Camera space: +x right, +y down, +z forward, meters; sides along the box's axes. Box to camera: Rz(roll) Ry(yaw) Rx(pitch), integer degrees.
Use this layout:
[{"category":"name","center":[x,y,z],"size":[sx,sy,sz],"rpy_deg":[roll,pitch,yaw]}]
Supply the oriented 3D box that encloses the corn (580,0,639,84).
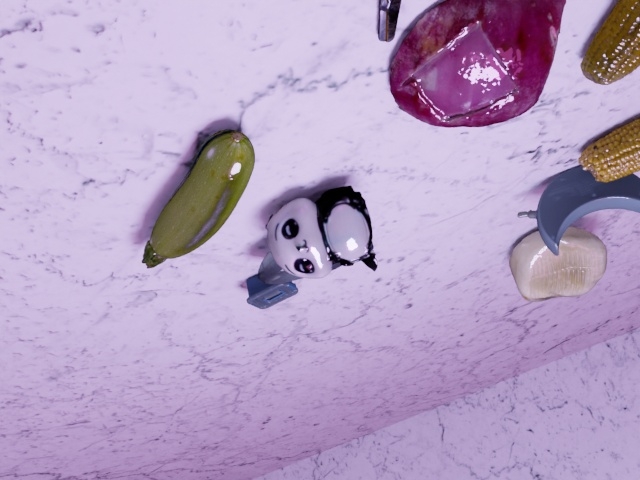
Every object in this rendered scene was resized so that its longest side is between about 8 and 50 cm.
[{"category":"corn","center":[0.458,-0.331,0.903],"size":[0.097,0.097,0.320],"rpy_deg":[-9,153,-17]}]

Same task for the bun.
[{"category":"bun","center":[0.569,0.049,1.614],"size":[0.229,0.145,0.229],"rpy_deg":[2,124,4]}]

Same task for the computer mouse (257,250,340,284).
[{"category":"computer mouse","center":[-0.022,0.024,1.291],"size":[0.229,0.068,0.113],"rpy_deg":[-13,161,-29]}]

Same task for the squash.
[{"category":"squash","center":[-0.190,-0.048,1.040],"size":[0.094,0.095,0.341],"rpy_deg":[6,142,-37]}]

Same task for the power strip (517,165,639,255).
[{"category":"power strip","center":[0.526,-0.067,1.335],"size":[0.253,0.168,0.054],"rpy_deg":[-18,146,8]}]

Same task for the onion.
[{"category":"onion","center":[0.227,-0.229,0.933],"size":[0.247,0.111,0.250],"rpy_deg":[-17,154,-6]}]

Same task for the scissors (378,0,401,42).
[{"category":"scissors","center":[0.088,-0.336,0.741],"size":[0.160,0.024,0.317],"rpy_deg":[-14,152,-7]}]

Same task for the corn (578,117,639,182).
[{"category":"corn","center":[0.631,-0.193,1.241],"size":[0.293,0.106,0.106],"rpy_deg":[-27,151,14]}]

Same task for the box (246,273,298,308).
[{"category":"box","center":[-0.104,0.095,1.383],"size":[0.099,0.054,0.074],"rpy_deg":[-27,149,16]}]

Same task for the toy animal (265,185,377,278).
[{"category":"toy animal","center":[0.000,0.000,1.163],"size":[0.179,0.166,0.138],"rpy_deg":[-15,-171,-7]}]
